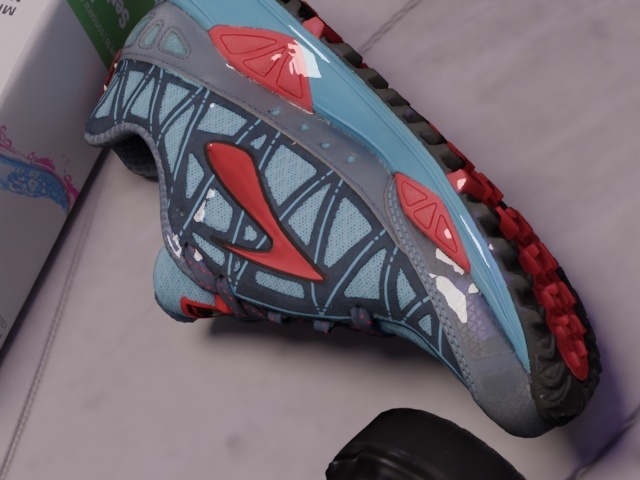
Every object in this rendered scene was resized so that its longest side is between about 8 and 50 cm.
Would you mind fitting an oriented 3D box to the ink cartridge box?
[{"bbox_3d":[-0.184,-0.047,0.751,0.154,0.093,0.212,13,65,21],"label":"ink cartridge box"}]

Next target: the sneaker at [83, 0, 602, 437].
[{"bbox_3d":[0.000,0.000,0.687,0.125,0.104,0.262,-46,53,6],"label":"sneaker"}]

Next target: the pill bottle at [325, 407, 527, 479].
[{"bbox_3d":[-0.020,0.156,0.553,0.123,0.123,0.219,32,59,29],"label":"pill bottle"}]
